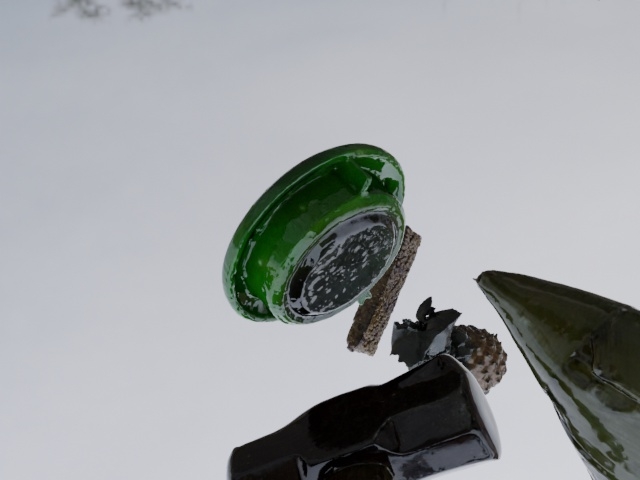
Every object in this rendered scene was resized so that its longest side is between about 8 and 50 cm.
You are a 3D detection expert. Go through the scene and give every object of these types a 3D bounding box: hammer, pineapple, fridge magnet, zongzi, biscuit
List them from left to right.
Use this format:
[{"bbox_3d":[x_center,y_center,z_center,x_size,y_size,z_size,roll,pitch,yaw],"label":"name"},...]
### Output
[{"bbox_3d":[0.000,0.000,1.173,0.208,0.208,0.088,-19,-128,-35],"label":"fridge magnet"},{"bbox_3d":[0.028,0.266,0.996,0.242,0.095,0.409,-22,-153,16],"label":"hammer"},{"bbox_3d":[0.091,0.073,1.822,0.034,0.199,0.064,22,177,31],"label":"biscuit"},{"bbox_3d":[0.170,0.149,1.726,0.111,0.119,0.237,1,167,31],"label":"pineapple"},{"bbox_3d":[0.195,0.147,0.774,0.274,0.251,0.125,22,-133,9],"label":"zongzi"}]
